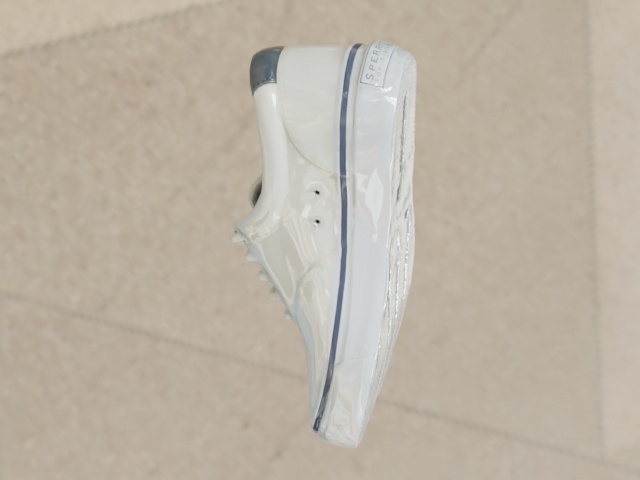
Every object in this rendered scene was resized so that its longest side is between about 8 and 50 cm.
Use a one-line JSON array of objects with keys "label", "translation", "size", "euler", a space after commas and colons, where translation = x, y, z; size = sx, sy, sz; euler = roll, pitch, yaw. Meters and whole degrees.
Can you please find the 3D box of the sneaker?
[{"label": "sneaker", "translation": [0.000, 0.000, 1.083], "size": [0.094, 0.091, 0.258], "euler": [-62, 159, -54]}]
